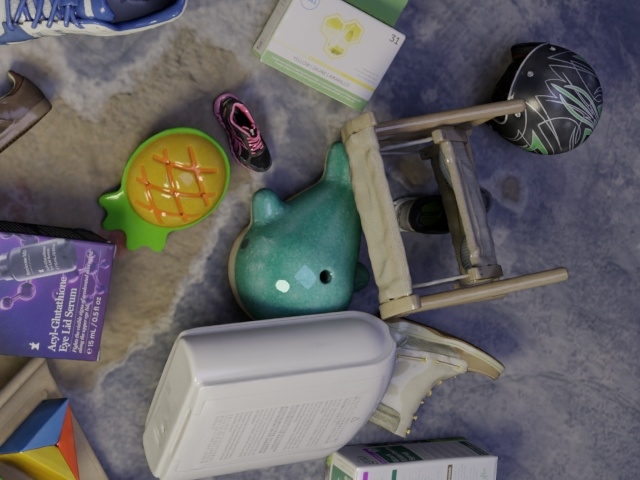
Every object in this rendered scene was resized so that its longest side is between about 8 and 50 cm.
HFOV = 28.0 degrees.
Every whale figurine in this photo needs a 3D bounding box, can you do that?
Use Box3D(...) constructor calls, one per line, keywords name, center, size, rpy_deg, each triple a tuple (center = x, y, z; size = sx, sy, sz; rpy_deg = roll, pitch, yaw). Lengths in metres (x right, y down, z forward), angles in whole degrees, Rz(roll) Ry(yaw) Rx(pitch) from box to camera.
Box3D(name="whale figurine", center=(0.000, 0.000, 1.716), size=(0.216, 0.141, 0.272), rpy_deg=(41, 76, -26))

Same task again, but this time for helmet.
Box3D(name="helmet", center=(0.321, -0.201, 1.829), size=(0.169, 0.161, 0.169), rpy_deg=(-5, 101, -26))

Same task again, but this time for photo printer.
Box3D(name="photo printer", center=(-0.058, 0.202, 1.677), size=(0.308, 0.107, 0.256), rpy_deg=(-5, 143, -25))

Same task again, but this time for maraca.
Box3D(name="maraca", center=(-0.198, -0.064, 1.634), size=(0.186, 0.099, 0.127), rpy_deg=(-43, 106, 13))

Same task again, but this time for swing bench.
Box3D(name="swing bench", center=(0.154, -0.038, 1.687), size=(0.255, 0.165, 0.253), rpy_deg=(-8, 83, -26))

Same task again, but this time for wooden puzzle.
Box3D(name="wooden puzzle", center=(-0.339, 0.356, 1.538), size=(0.322, 0.081, 0.347), rpy_deg=(-54, 131, -52))

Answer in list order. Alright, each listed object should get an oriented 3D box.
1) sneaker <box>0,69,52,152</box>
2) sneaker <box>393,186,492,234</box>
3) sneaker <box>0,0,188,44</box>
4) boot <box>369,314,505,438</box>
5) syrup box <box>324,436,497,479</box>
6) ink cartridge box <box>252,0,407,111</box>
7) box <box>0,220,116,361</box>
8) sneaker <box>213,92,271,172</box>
Box3D(name="sneaker", center=(-0.415, -0.128, 1.540), size=(0.188, 0.066, 0.071), rpy_deg=(-42, 98, -20))
Box3D(name="sneaker", center=(0.183, -0.041, 1.837), size=(0.170, 0.075, 0.063), rpy_deg=(-9, 103, -25))
Box3D(name="sneaker", center=(-0.301, -0.292, 1.520), size=(0.296, 0.131, 0.111), rpy_deg=(-12, 106, -22))
Box3D(name="boot", center=(0.154, 0.211, 1.866), size=(0.213, 0.077, 0.165), rpy_deg=(22, 88, -23))
Box3D(name="syrup box", center=(0.131, 0.351, 1.869), size=(0.237, 0.093, 0.096), rpy_deg=(2, 98, -27))
Box3D(name="ink cartridge box", center=(0.039, -0.311, 1.699), size=(0.171, 0.056, 0.235), rpy_deg=(24, 105, -27))
Box3D(name="box", center=(-0.370, 0.058, 1.559), size=(0.207, 0.108, 0.153), rpy_deg=(6, 97, -28))
Box3D(name="sneaker", center=(-0.096, -0.138, 1.691), size=(0.047, 0.057, 0.119), rpy_deg=(-39, 115, -18))
